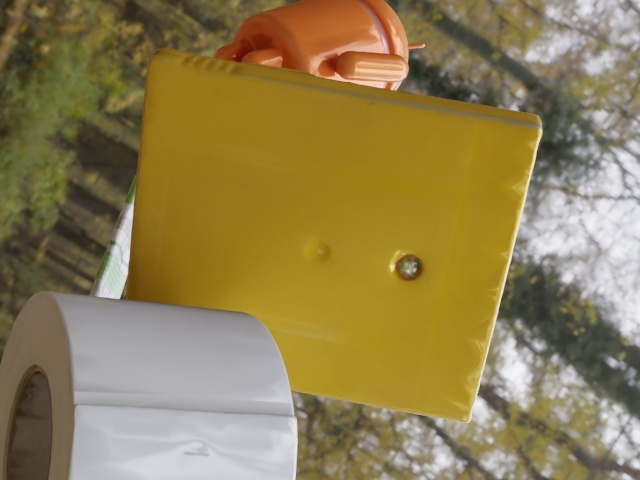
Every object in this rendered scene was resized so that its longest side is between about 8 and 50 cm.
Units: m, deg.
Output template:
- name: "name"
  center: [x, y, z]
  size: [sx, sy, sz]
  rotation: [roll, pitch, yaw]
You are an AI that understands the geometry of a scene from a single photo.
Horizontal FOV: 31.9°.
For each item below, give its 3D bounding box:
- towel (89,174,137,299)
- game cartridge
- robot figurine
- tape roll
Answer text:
- name: "towel"
  center: [-0.198, 0.019, 1.113]
  size: [0.113, 0.023, 0.152]
  rotation: [120, -11, -77]
- name: "game cartridge"
  center: [0.000, 0.000, 0.961]
  size: [0.053, 0.323, 0.285]
  rotation: [-71, 172, -66]
- name: "robot figurine"
  center: [0.000, -0.179, 1.122]
  size: [0.219, 0.128, 0.158]
  rotation: [-25, 172, -36]
- name: "tape roll"
  center: [-0.146, 0.167, 0.857]
  size: [0.246, 0.169, 0.246]
  rotation: [-25, -119, 57]
